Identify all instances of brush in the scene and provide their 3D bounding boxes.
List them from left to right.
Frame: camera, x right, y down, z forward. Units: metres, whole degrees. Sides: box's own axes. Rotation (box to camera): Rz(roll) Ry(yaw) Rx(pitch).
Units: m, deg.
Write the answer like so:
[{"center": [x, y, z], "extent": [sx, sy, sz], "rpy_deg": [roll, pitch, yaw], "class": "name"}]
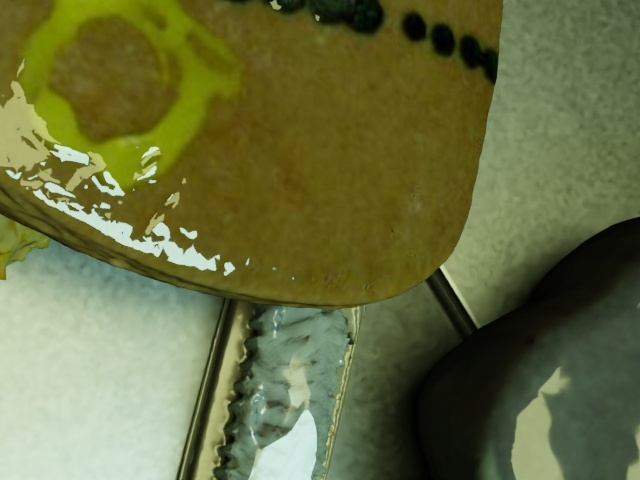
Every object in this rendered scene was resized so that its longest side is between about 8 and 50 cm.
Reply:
[{"center": [0.000, 0.000, 0.816], "extent": [0.070, 0.065, 0.327], "rpy_deg": [15, 81, -13], "class": "brush"}]

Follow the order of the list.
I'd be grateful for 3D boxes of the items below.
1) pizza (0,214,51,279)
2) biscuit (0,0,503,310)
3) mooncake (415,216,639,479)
[{"center": [-0.176, -0.093, 0.765], "extent": [0.287, 0.074, 0.251], "rpy_deg": [-38, 94, -18], "class": "pizza"}, {"center": [-0.031, -0.112, 0.756], "extent": [0.262, 0.052, 0.277], "rpy_deg": [22, 70, -26], "class": "biscuit"}, {"center": [0.191, 0.120, 0.816], "extent": [0.306, 0.154, 0.306], "rpy_deg": [1, 86, -18], "class": "mooncake"}]
